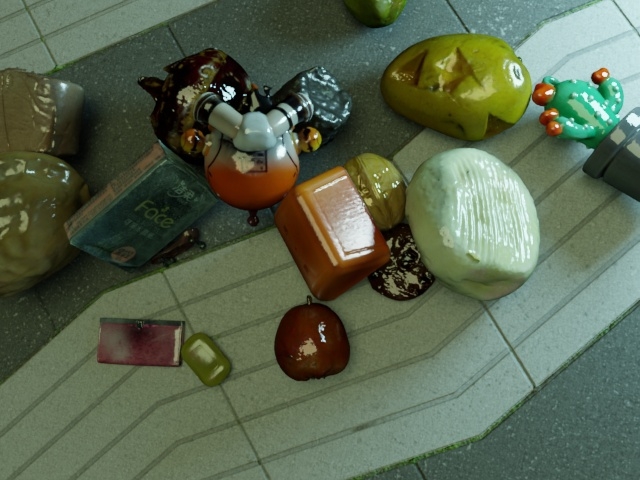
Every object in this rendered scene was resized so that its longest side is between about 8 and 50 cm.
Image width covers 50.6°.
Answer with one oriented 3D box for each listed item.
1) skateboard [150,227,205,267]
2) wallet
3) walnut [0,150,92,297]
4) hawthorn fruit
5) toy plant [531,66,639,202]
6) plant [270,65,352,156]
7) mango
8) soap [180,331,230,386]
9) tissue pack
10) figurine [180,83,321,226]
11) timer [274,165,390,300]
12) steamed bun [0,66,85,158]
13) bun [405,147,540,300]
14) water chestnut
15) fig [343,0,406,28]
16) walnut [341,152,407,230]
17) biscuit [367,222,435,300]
[{"bbox_3d":[-0.382,0.010,1.761,0.151,0.067,0.080,-28,69,9],"label":"skateboard"},{"bbox_3d":[-0.467,0.264,1.753,0.232,0.025,0.119,1,82,11],"label":"wallet"},{"bbox_3d":[-0.775,-0.034,1.697,0.383,0.383,0.384,-1,81,10],"label":"walnut"},{"bbox_3d":[-0.021,0.230,1.602,0.185,0.185,0.202,-2,78,10],"label":"hawthorn fruit"},{"bbox_3d":[0.661,-0.249,1.552,0.279,0.185,0.400,-42,68,-11],"label":"toy plant"},{"bbox_3d":[-0.042,-0.306,1.675,0.178,0.204,0.234,48,136,-3],"label":"plant"},{"bbox_3d":[0.324,-0.372,1.639,0.365,0.182,0.253,8,86,22],"label":"mango"},{"bbox_3d":[-0.289,0.300,1.705,0.089,0.045,0.140,-44,78,4],"label":"soap"},{"bbox_3d":[-0.435,-0.076,1.659,0.315,0.228,0.103,-39,58,7],"label":"tissue pack"},{"bbox_3d":[-0.155,-0.191,1.546,0.320,0.323,0.196,-2,57,-6],"label":"figurine"},{"bbox_3d":[0.000,0.000,1.611,0.161,0.250,0.257,-21,76,-31],"label":"timer"},{"bbox_3d":[-0.762,-0.329,1.815,0.301,0.199,0.251,8,100,21],"label":"steamed bun"},{"bbox_3d":[0.333,-0.028,1.551,0.361,0.213,0.361,15,60,-27],"label":"bun"},{"bbox_3d":[-0.321,-0.340,1.676,0.300,0.300,0.300,-1,81,10],"label":"water chestnut"},{"bbox_3d":[0.134,-0.640,1.729,0.167,0.167,0.233,-38,40,3],"label":"fig"},{"bbox_3d":[0.128,-0.116,1.635,0.159,0.159,0.207,-26,70,5],"label":"walnut"},{"bbox_3d":[0.196,0.051,1.655,0.192,0.049,0.192,-3,79,14],"label":"biscuit"}]
